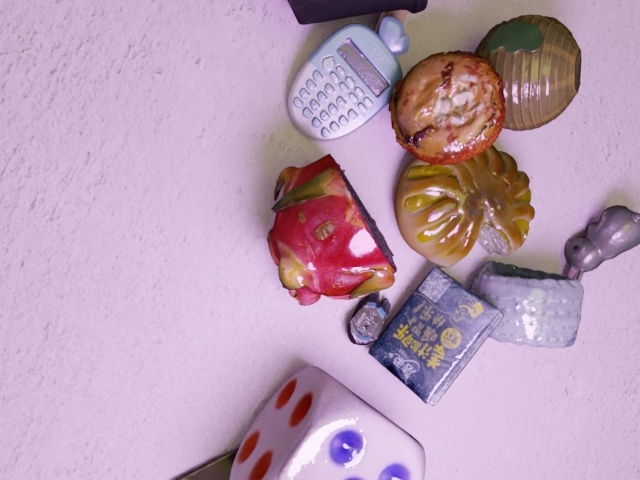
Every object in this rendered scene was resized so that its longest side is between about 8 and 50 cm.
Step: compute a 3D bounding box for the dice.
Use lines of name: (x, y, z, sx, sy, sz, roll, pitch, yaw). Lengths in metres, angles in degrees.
dice: (0.016, 0.467, 1.175, 0.304, 0.277, 0.304, 39, 80, -15)

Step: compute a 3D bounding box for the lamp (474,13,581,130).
lamp: (0.426, -0.364, 1.259, 0.250, 0.284, 0.251, -7, 99, -57)

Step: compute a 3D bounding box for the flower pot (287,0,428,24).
flower pot: (0.026, -0.560, 1.083, 0.251, 0.379, 0.380, -26, 102, 7)

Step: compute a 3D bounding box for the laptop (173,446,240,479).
laptop: (-0.208, 0.549, 1.259, 0.207, 0.026, 0.154, -24, 99, -13)

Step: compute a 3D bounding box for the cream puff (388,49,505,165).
cream puff: (0.257, -0.264, 1.159, 0.239, 0.164, 0.240, 0, 88, 10)

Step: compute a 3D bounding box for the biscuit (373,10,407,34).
biscuit: (0.134, -0.440, 1.245, 0.056, 0.052, 0.188, 24, 90, -4)

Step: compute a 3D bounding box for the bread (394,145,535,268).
bread: (0.331, -0.088, 1.278, 0.332, 0.160, 0.333, -1, 95, -16)

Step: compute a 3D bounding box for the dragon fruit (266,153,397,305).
dragon fruit: (0.000, 0.000, 1.135, 0.225, 0.305, 0.306, -28, 103, 10)

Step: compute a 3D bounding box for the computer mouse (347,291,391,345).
computer mouse: (0.108, 0.180, 1.300, 0.079, 0.047, 0.135, 36, 77, -9)

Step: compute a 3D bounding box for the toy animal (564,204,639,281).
toy animal: (0.684, 0.021, 1.415, 0.251, 0.125, 0.127, -44, 132, 9)

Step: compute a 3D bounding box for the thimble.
thimble: (0.472, 0.146, 1.316, 0.249, 0.205, 0.172, 7, 95, 11)

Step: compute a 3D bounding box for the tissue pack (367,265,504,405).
tissue pack: (0.252, 0.209, 1.263, 0.257, 0.185, 0.081, -52, 146, 1)

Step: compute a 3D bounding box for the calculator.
calculator: (0.063, -0.342, 1.203, 0.302, 0.042, 0.188, -43, 107, 8)
